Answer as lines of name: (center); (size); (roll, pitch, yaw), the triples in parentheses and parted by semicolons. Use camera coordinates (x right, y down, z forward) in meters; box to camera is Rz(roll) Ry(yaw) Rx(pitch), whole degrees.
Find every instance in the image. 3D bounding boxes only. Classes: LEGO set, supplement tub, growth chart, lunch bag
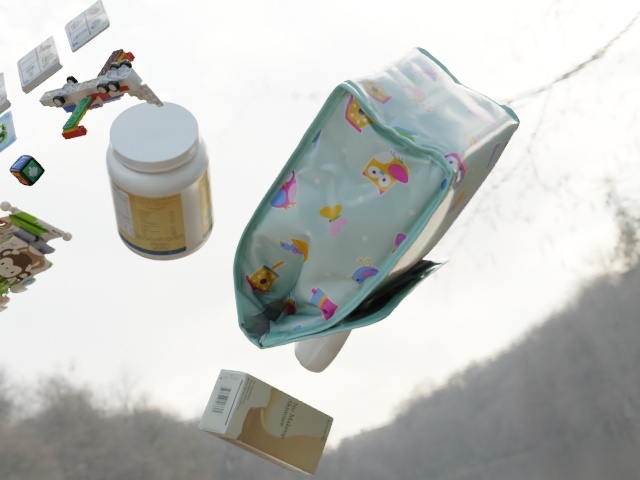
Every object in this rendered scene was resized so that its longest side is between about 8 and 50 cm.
LEGO set: (-0.258, -0.132, 1.198); (0.182, 0.244, 0.060); (-36, -57, 3)
supplement tub: (-0.226, -0.083, 1.719); (0.144, 0.144, 0.199); (-14, -40, -13)
growth chart: (-0.474, 0.041, 1.779); (0.237, 0.021, 0.172); (-42, -33, 16)
lunch bag: (0.043, -0.024, 1.120); (0.262, 0.160, 0.223); (-58, -11, 26)

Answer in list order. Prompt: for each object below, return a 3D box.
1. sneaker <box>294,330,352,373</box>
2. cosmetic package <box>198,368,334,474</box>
sneaker: (0.000, 0.000, 1.339); (0.123, 0.290, 0.106); (15, 10, -14)
cosmetic package: (-0.047, 0.164, 1.093); (0.115, 0.060, 0.041); (31, -19, -36)
